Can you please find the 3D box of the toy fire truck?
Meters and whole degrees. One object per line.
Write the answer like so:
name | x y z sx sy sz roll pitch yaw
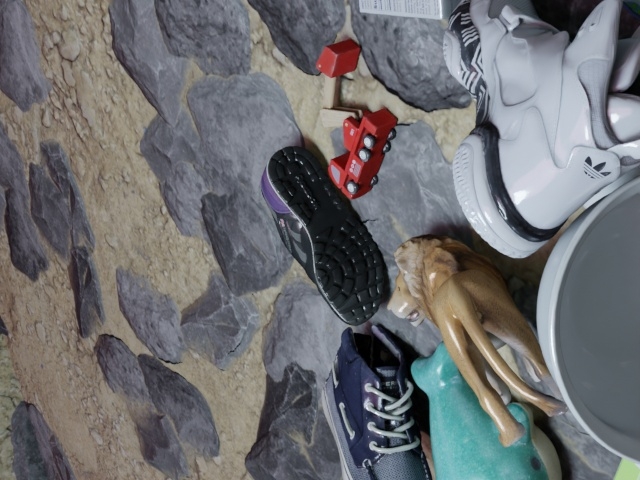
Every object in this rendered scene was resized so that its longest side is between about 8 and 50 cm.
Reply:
toy fire truck | 0.039 -0.165 1.376 0.135 0.047 0.192 46 140 25

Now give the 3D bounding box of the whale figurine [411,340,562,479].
whale figurine | 0.201 0.275 1.349 0.272 0.141 0.216 60 144 10

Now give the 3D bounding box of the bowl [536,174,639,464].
bowl | 0.332 0.066 0.994 0.134 0.298 0.297 -158 50 -72

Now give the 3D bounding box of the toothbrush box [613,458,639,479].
toothbrush box | 0.435 0.314 1.100 0.206 0.122 0.283 35 133 33

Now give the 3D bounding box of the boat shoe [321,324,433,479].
boat shoe | 0.090 0.271 1.428 0.340 0.127 0.158 -121 34 -47

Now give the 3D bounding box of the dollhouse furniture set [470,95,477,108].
dollhouse furniture set | 0.237 -0.122 1.179 0.076 0.059 0.151 -37 61 60

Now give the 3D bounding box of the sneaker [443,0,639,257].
sneaker | 0.239 -0.168 0.968 0.137 0.365 0.210 32 134 -28

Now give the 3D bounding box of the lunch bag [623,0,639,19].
lunch bag | 0.313 -0.316 0.891 0.176 0.090 0.219 -45 67 37

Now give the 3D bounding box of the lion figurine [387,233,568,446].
lion figurine | 0.183 0.090 1.167 0.240 0.142 0.392 58 177 3

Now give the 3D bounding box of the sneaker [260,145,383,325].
sneaker | 0.000 0.000 1.497 0.283 0.107 0.124 64 158 7

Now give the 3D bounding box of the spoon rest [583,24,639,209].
spoon rest | 0.341 -0.112 1.007 0.137 0.084 0.276 44 139 26

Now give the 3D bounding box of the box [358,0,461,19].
box | 0.111 -0.333 1.171 0.137 0.072 0.126 18 124 44
